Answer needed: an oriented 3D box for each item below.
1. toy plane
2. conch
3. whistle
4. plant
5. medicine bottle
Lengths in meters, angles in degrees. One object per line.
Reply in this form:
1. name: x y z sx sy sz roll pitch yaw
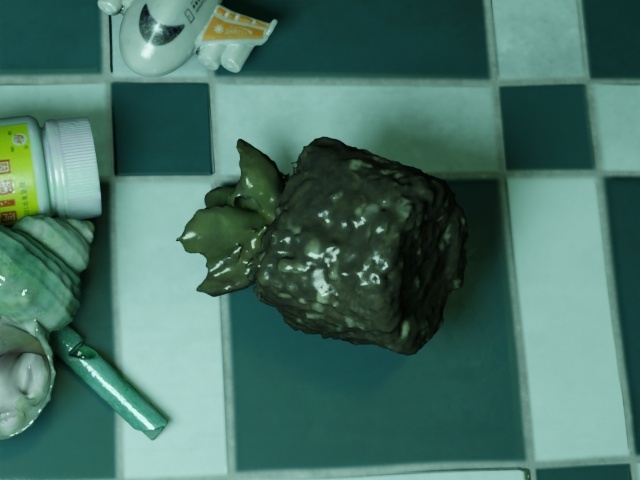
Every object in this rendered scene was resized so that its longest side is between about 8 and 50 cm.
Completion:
1. toy plane: -0.169 -0.312 2.049 0.245 0.117 0.244 3 74 -10
2. conch: -0.358 0.075 1.863 0.220 0.195 0.277 38 76 9
3. whistle: -0.256 0.162 1.942 0.186 0.039 0.039 44 72 4
4. plant: 0.000 0.000 1.951 0.312 0.213 0.215 11 68 31
5. medicine bottle: -0.377 -0.073 1.934 0.225 0.139 0.139 -8 76 -12
